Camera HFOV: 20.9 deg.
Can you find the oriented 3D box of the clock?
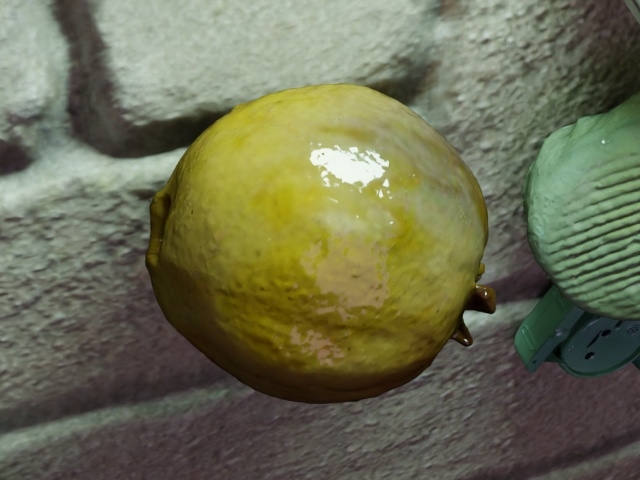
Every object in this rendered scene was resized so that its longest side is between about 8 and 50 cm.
[{"bbox_3d":[0.239,0.076,1.470,0.135,0.041,0.101,11,128,-32],"label":"clock"}]

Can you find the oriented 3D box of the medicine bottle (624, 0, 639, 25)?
[{"bbox_3d":[0.319,-0.230,1.130,0.274,0.133,0.133,-31,137,9],"label":"medicine bottle"}]

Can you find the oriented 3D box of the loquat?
[{"bbox_3d":[0.000,0.000,1.181,0.238,0.193,0.238,-2,115,-4],"label":"loquat"}]

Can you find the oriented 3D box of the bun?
[{"bbox_3d":[0.262,-0.037,1.304,0.221,0.108,0.221,1,132,2],"label":"bun"}]
